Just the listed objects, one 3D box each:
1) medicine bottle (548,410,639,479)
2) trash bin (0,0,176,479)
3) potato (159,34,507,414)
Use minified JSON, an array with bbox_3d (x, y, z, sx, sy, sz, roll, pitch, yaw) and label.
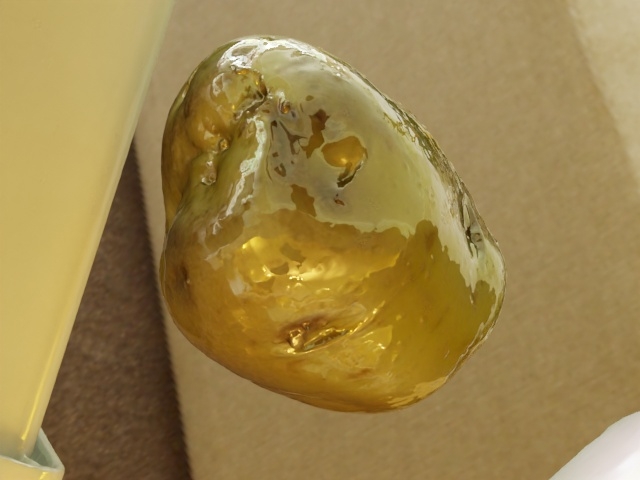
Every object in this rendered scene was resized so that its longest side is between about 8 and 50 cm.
[{"bbox_3d":[0.263,0.125,0.655,0.325,0.212,0.212,-32,86,-30],"label":"medicine bottle"},{"bbox_3d":[-0.236,-0.056,0.710,0.296,0.256,0.368,23,87,-17],"label":"trash bin"},{"bbox_3d":[0.004,-0.001,0.616,0.200,0.137,0.155,44,54,-53],"label":"potato"}]
